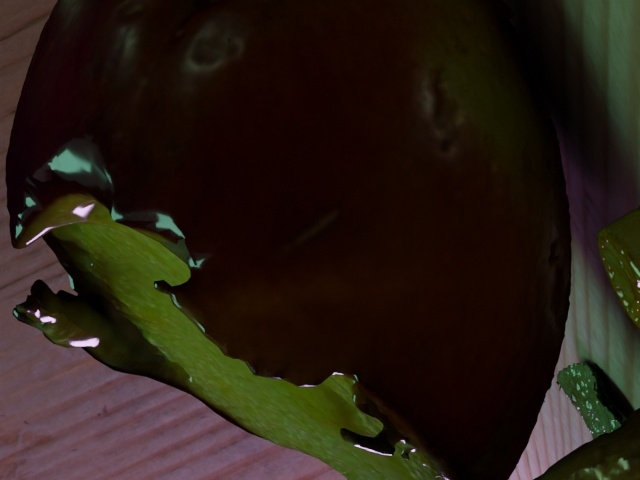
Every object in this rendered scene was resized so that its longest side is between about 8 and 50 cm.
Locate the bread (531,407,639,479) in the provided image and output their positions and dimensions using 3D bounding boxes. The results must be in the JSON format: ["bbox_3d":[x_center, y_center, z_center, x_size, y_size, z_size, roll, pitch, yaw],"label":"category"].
[{"bbox_3d":[0.175,0.190,1.175,0.260,0.134,0.129,98,160,-60],"label":"bread"}]

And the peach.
[{"bbox_3d":[0.000,0.000,1.240,0.339,0.353,0.416,22,129,49],"label":"peach"}]

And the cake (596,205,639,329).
[{"bbox_3d":[0.182,0.019,1.045,0.084,0.044,0.084,63,177,5],"label":"cake"}]

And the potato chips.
[{"bbox_3d":[0.232,0.158,1.554,0.209,0.026,0.142,93,154,-80],"label":"potato chips"}]
